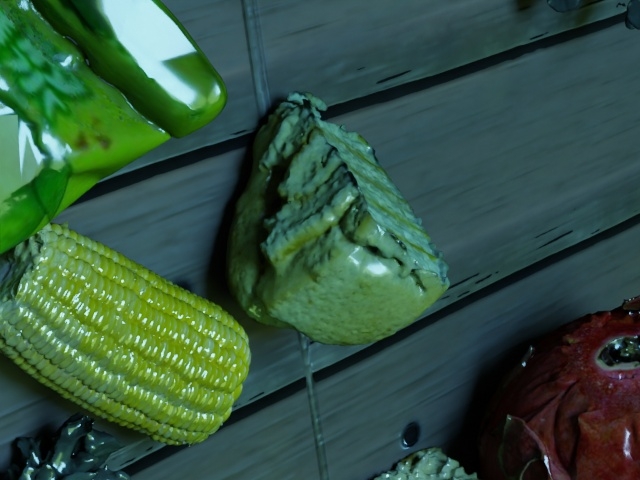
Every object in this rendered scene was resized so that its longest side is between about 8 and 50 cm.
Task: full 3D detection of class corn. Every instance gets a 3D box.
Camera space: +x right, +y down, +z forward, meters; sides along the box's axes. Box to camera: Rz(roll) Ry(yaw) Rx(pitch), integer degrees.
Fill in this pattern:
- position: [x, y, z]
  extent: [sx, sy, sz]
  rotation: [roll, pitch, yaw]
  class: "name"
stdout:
- position: [-0.109, 0.050, 0.711]
  extent: [0.165, 0.063, 0.085]
  rotation: [37, 85, -39]
  class: "corn"

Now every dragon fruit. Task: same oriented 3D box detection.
- position: [0.224, 0.166, 0.931]
  extent: [0.241, 0.241, 0.252]
  rotation: [-44, 109, -25]
  class: "dragon fruit"

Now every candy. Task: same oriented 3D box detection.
- position: [-0.176, -0.036, 0.617]
  extent: [0.246, 0.069, 0.149]
  rotation: [-47, 108, -10]
  class: "candy"

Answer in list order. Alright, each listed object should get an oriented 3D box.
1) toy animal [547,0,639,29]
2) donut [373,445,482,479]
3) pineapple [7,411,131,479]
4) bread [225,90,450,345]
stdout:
- position: [0.171, -0.259, 0.859]
  extent: [0.137, 0.082, 0.270]
  rotation: [-55, 131, -44]
  class: "toy animal"
- position: [0.034, 0.231, 0.868]
  extent: [0.217, 0.085, 0.141]
  rotation: [-27, 117, -36]
  class: "donut"
- position: [-0.167, 0.173, 0.678]
  extent: [0.198, 0.108, 0.108]
  rotation: [-58, 132, -32]
  class: "pineapple"
- position: [-0.003, -0.002, 0.777]
  extent: [0.103, 0.156, 0.110]
  rotation: [32, 112, -35]
  class: "bread"
